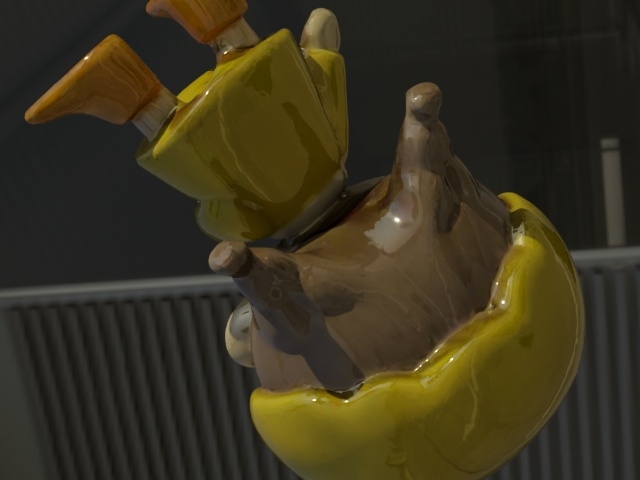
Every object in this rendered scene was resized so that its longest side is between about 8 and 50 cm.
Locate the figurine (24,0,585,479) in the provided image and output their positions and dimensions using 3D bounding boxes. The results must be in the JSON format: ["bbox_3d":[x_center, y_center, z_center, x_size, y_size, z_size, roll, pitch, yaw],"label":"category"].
[{"bbox_3d":[0.000,0.000,0.759,0.343,0.215,0.187,46,176,-7],"label":"figurine"}]
